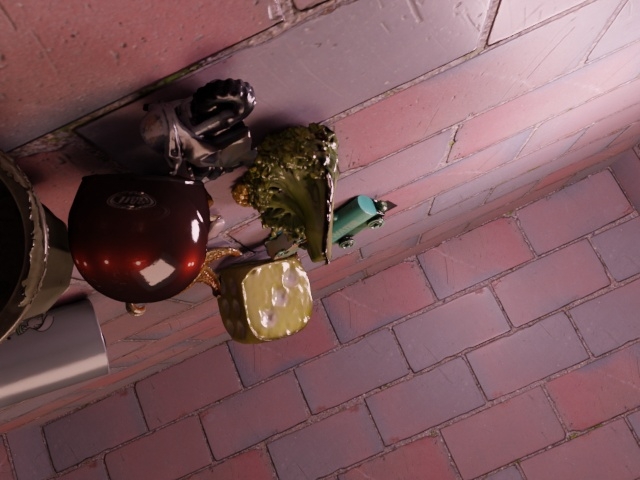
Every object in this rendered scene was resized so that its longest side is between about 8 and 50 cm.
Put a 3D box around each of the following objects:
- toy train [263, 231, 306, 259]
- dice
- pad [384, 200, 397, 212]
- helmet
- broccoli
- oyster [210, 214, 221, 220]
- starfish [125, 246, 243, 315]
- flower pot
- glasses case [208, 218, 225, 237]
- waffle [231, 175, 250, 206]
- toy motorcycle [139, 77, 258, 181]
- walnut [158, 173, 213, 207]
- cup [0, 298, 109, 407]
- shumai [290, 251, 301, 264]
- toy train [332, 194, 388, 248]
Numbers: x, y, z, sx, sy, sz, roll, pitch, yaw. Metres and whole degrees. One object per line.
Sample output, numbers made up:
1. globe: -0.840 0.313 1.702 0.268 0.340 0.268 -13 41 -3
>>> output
1. toy train: -0.086 -0.008 1.521 0.188 0.072 0.099 -34 171 37
2. dice: -0.180 0.183 1.615 0.233 0.238 0.227 -11 -178 -35
3. pad: 0.164 -0.082 1.812 0.211 0.003 0.143 -28 166 18
4. helmet: -0.256 -0.009 0.736 0.189 0.193 0.216 0 141 -9
5. broccoli: -0.061 -0.084 0.943 0.180 0.273 0.242 4 155 5
6. oyster: -0.286 -0.042 1.116 0.106 0.061 0.200 -42 169 -1
7. starfish: -0.376 0.112 1.407 0.312 0.113 0.303 -33 164 21
8. flower pot: -0.446 0.013 0.639 0.290 0.290 0.259 -23 179 -7
9. glasses case: -0.256 -0.029 1.241 0.032 0.021 0.083 -12 162 -33
10. waffle: -0.104 -0.121 1.114 0.191 0.038 0.191 -24 167 -6
11. toy motorcycle: -0.174 -0.147 0.749 0.159 0.106 0.270 -19 171 -15
12. walnut: -0.285 -0.064 0.910 0.167 0.087 0.211 -22 175 -26
13. cup: -0.709 0.286 1.278 0.312 0.205 0.205 -15 164 -31
14. shumai: -0.147 0.177 1.875 0.218 0.185 0.184 -22 167 -8
15. toy train: 0.090 -0.060 1.606 0.159 0.101 0.248 13 143 -44
